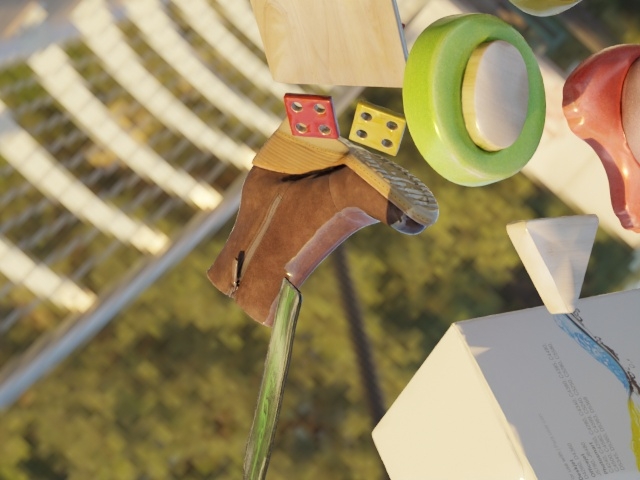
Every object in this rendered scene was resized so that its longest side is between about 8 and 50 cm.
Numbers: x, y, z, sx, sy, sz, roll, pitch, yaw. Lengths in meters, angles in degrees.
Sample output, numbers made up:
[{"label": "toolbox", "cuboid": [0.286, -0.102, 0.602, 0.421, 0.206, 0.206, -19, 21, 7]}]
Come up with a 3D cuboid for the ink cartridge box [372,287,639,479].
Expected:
[{"label": "ink cartridge box", "cuboid": [0.226, 0.182, 1.748, 0.270, 0.197, 0.198, -8, 149, -31]}]

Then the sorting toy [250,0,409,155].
[{"label": "sorting toy", "cuboid": [0.013, -0.194, 1.732, 0.046, 0.132, 0.274, -64, 149, -42]}]

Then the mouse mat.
[{"label": "mouse mat", "cuboid": [-0.043, 0.130, 1.710, 0.152, 0.007, 0.189, -146, -112, -82]}]

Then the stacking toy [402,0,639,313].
[{"label": "stacking toy", "cuboid": [0.222, -0.119, 1.511, 0.130, 0.309, 0.279, -8, -142, 49]}]

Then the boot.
[{"label": "boot", "cuboid": [0.000, 0.000, 2.012, 0.090, 0.248, 0.207, 17, 103, -45]}]
